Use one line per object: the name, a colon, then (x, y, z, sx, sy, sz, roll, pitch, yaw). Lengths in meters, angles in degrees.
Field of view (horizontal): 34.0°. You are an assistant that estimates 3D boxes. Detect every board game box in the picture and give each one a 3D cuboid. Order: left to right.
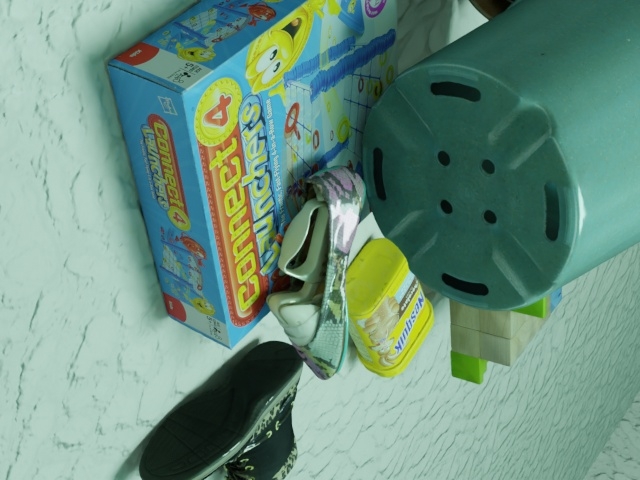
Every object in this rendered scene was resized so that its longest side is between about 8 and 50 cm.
board game box: (-0.041, -0.104, 1.012, 0.302, 0.086, 0.308, -45, 145, -34)

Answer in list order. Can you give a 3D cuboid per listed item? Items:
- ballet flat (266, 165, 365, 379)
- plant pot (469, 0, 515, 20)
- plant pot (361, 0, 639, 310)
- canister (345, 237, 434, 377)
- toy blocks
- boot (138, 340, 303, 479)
ballet flat: (-0.010, 0.034, 1.017, 0.079, 0.077, 0.222, -6, 113, -37)
plant pot: (0.274, -0.366, 1.278, 0.165, 0.167, 0.167, -52, 149, -37)
plant pot: (0.241, -0.107, 1.089, 0.334, 0.341, 0.341, -29, 135, -41)
canister: (0.085, 0.089, 1.381, 0.126, 0.073, 0.170, -55, 148, -20)
toy blocks: (0.285, -0.013, 1.515, 0.261, 0.190, 0.381, -40, 132, -45)
boot: (-0.100, 0.243, 1.178, 0.236, 0.085, 0.179, -41, 145, -38)
